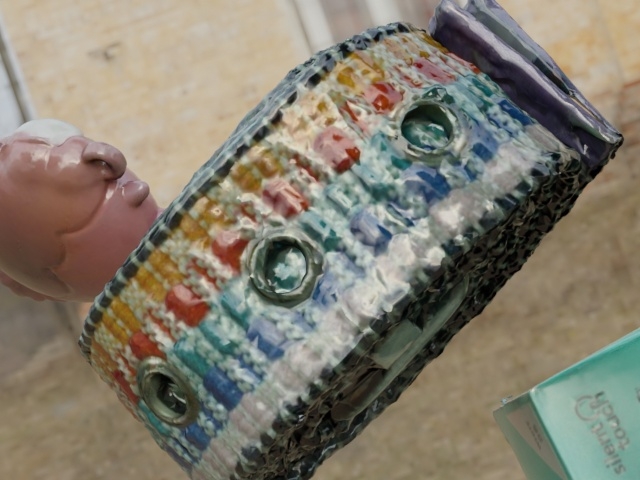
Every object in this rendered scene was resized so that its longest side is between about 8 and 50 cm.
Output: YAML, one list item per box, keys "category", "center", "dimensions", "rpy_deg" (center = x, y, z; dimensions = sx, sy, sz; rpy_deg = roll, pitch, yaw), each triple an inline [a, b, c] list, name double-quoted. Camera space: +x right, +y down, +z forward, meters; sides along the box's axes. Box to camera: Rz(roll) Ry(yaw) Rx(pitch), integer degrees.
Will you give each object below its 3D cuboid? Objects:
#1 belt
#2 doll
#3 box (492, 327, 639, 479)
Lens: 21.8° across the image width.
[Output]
- category: "belt"
  center: [0.000, 0.000, 0.904]
  dimensions: [0.295, 0.160, 0.207]
  rpy_deg: [-50, -16, 20]
- category: "doll"
  center: [-0.200, -0.012, 1.276]
  dimensions: [0.262, 0.211, 0.093]
  rpy_deg: [123, 171, -60]
- category: "box"
  center: [0.287, 0.115, 0.976]
  dimensions: [0.311, 0.205, 0.118]
  rpy_deg: [-25, -11, -4]
